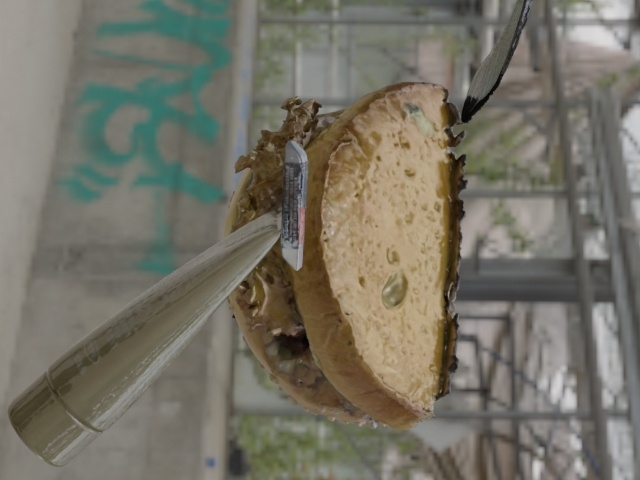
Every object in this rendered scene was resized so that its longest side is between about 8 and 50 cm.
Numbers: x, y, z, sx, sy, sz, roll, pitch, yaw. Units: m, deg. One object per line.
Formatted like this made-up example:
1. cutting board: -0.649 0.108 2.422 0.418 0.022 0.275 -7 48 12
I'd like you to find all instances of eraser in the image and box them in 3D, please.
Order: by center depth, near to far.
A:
1. eraser: -0.019 -0.027 1.130 0.027 0.019 0.099 -38 132 -78

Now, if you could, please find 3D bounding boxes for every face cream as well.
1. face cream: -0.151 0.078 1.402 0.084 0.341 0.137 48 5 -8

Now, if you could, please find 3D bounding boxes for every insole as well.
1. insole: 0.193 -0.202 1.609 0.309 0.012 0.110 115 -9 -77

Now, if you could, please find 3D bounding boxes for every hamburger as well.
1. hamburger: 0.000 0.000 1.815 0.268 0.287 0.446 -14 -115 48
